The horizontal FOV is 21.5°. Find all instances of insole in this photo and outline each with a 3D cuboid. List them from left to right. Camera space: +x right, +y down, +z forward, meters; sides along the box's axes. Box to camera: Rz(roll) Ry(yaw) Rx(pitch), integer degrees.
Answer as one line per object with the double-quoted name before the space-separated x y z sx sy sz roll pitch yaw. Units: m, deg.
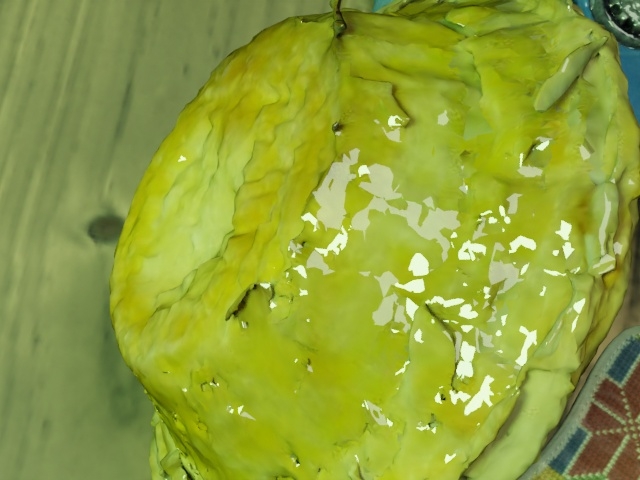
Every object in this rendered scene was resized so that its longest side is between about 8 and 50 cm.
"insole" 0.093 0.106 0.623 0.065 0.006 0.193 35 63 6

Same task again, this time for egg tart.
"egg tart" 0.000 0.000 0.682 0.116 0.295 0.295 25 62 -30

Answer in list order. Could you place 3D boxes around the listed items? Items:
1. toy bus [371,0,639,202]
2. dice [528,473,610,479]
"toy bus" 0.090 -0.127 0.846 0.133 0.116 0.234 -3 68 -16
"dice" 0.081 0.205 0.674 0.174 0.179 0.175 -37 82 -24
